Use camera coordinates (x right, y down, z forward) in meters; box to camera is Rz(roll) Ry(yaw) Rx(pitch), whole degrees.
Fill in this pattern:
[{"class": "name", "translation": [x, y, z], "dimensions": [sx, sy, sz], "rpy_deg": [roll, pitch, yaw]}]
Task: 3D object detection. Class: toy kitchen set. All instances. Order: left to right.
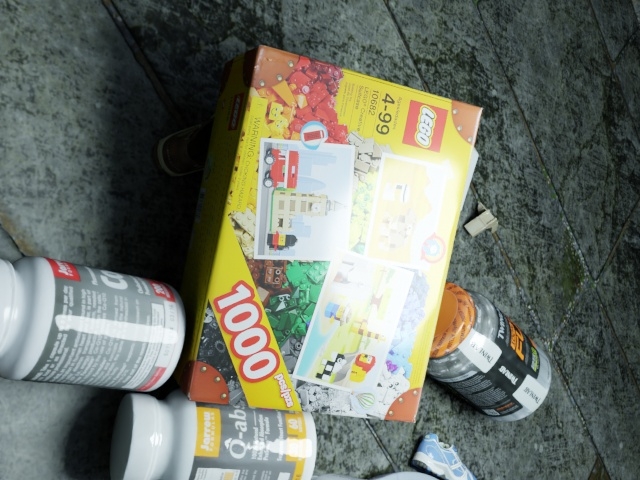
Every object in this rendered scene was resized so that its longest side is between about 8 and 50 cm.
[{"class": "toy kitchen set", "translation": [0.388, -0.045, 1.788], "dimensions": [0.068, 0.075, 0.083], "rpy_deg": [55, 1, 23]}]

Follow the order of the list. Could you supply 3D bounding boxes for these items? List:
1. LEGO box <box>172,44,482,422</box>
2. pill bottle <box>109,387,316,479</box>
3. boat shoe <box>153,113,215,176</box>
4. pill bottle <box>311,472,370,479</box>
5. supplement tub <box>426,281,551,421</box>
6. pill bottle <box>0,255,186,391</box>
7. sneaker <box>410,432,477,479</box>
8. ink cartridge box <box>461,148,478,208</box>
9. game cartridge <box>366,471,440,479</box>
[{"class": "LEGO box", "translation": [0.000, 0.000, 1.128], "dimensions": [0.372, 0.193, 0.500], "rpy_deg": [10, 93, -22]}, {"class": "pill bottle", "translation": [-0.160, 0.306, 1.079], "dimensions": [0.278, 0.162, 0.162], "rpy_deg": [11, 76, -26]}, {"class": "boat shoe", "translation": [-0.155, -0.174, 1.221], "dimensions": [0.257, 0.095, 0.095], "rpy_deg": [-38, 111, -40]}, {"class": "pill bottle", "translation": [0.054, 0.481, 1.213], "dimensions": [0.160, 0.283, 0.160], "rpy_deg": [7, 80, -43]}, {"class": "supplement tub", "translation": [0.338, 0.242, 1.575], "dimensions": [0.338, 0.207, 0.207], "rpy_deg": [39, 60, -35]}, {"class": "pill bottle", "translation": [-0.339, 0.110, 0.961], "dimensions": [0.283, 0.161, 0.161], "rpy_deg": [17, 73, -42]}, {"class": "sneaker", "translation": [0.286, 0.492, 1.581], "dimensions": [0.211, 0.080, 0.081], "rpy_deg": [39, 62, -35]}, {"class": "ink cartridge box", "translation": [0.204, -0.130, 1.487], "dimensions": [0.087, 0.208, 0.153], "rpy_deg": [41, 59, -33]}, {"class": "game cartridge", "translation": [0.194, 0.575, 1.463], "dimensions": [0.297, 0.062, 0.198], "rpy_deg": [27, 54, -43]}]
